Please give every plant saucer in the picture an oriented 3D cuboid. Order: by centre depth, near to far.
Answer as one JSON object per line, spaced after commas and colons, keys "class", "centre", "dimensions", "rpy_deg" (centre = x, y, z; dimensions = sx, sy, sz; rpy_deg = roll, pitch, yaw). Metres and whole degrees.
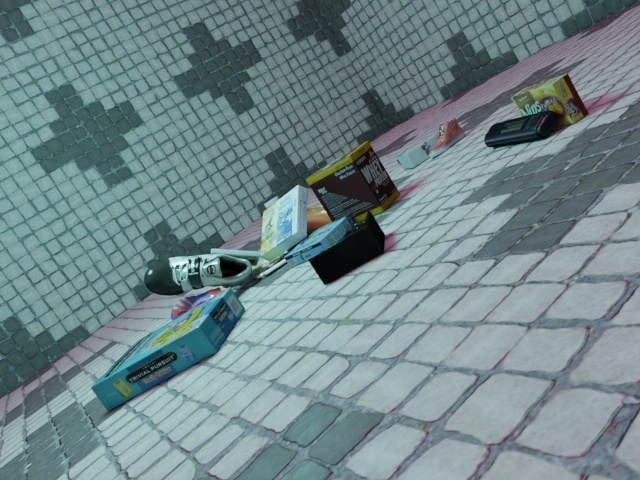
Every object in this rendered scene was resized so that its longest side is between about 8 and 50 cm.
{"class": "plant saucer", "centre": [-0.024, -0.065, 1.935], "dimensions": [0.200, 0.037, 0.200], "rpy_deg": [-9, 25, 4]}

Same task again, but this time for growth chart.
{"class": "growth chart", "centre": [-0.168, 0.083, 1.893], "dimensions": [0.172, 0.021, 0.237], "rpy_deg": [-36, 11, -25]}

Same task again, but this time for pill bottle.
{"class": "pill bottle", "centre": [-0.163, -0.099, 2.357], "dimensions": [0.087, 0.160, 0.087], "rpy_deg": [-32, 9, 6]}

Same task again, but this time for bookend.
{"class": "bookend", "centre": [0.066, 0.014, 1.334], "dimensions": [0.156, 0.072, 0.157], "rpy_deg": [-30, 9, 15]}

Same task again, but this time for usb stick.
{"class": "usb stick", "centre": [0.505, -0.282, 1.462], "dimensions": [0.077, 0.045, 0.278], "rpy_deg": [-57, 11, -2]}

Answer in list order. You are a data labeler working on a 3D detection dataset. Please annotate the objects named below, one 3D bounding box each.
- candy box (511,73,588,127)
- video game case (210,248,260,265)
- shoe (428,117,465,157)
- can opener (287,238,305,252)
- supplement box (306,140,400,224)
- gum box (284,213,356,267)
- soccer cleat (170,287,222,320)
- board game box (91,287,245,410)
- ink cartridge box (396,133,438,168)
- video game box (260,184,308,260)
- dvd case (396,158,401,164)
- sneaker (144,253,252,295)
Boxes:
{"class": "candy box", "centre": [0.556, -0.332, 1.396], "dimensions": [0.053, 0.109, 0.187], "rpy_deg": [-34, 10, -8]}
{"class": "video game case", "centre": [-0.282, 0.056, 1.882], "dimensions": [0.157, 0.019, 0.143], "rpy_deg": [4, -16, -10]}
{"class": "shoe", "centre": [0.435, -0.366, 2.029], "dimensions": [0.178, 0.081, 0.063], "rpy_deg": [-37, 10, -24]}
{"class": "can opener", "centre": [-0.052, -0.038, 2.043], "dimensions": [0.095, 0.076, 0.283], "rpy_deg": [5, 24, 18]}
{"class": "supplement box", "centre": [0.100, -0.164, 1.747], "dimensions": [0.191, 0.194, 0.129], "rpy_deg": [-24, 13, 41]}
{"class": "gum box", "centre": [0.000, 0.000, 1.704], "dimensions": [0.157, 0.041, 0.184], "rpy_deg": [-25, 13, 41]}
{"class": "soccer cleat", "centre": [-0.395, 0.217, 1.777], "dimensions": [0.248, 0.083, 0.095], "rpy_deg": [-23, 18, 32]}
{"class": "board game box", "centre": [-0.378, 0.269, 1.452], "dimensions": [0.336, 0.079, 0.254], "rpy_deg": [-30, 10, 15]}
{"class": "ink cartridge box", "centre": [0.384, -0.338, 2.110], "dimensions": [0.181, 0.061, 0.104], "rpy_deg": [-34, 10, -9]}
{"class": "video game box", "centre": [-0.119, -0.055, 1.861], "dimensions": [0.205, 0.048, 0.187], "rpy_deg": [-33, 43, 41]}
{"class": "dvd case", "centre": [0.391, -0.354, 2.303], "dimensions": [0.165, 0.018, 0.221], "rpy_deg": [-31, 10, 9]}
{"class": "sneaker", "centre": [-0.369, 0.090, 1.755], "dimensions": [0.331, 0.122, 0.146], "rpy_deg": [-6, -13, -26]}
